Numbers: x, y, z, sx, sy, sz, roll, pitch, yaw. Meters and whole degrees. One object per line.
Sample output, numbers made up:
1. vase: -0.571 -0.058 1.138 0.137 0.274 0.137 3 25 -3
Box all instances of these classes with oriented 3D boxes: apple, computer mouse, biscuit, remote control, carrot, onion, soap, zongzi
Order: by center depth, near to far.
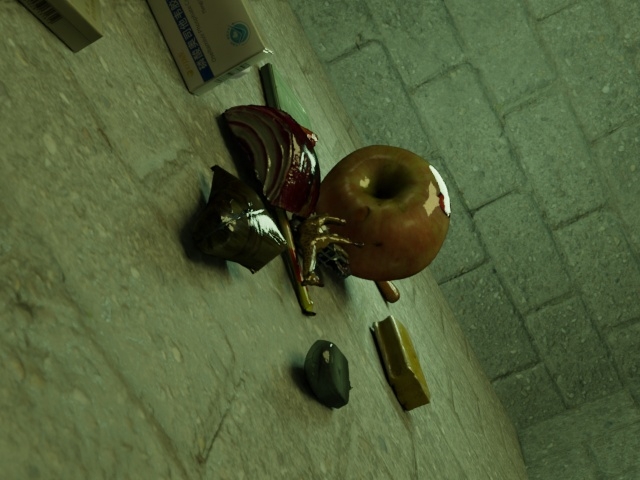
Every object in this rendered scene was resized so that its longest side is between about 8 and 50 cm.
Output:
1. zongzi: -0.179 -0.068 1.319 0.242 0.112 0.221 60 13 18
2. computer mouse: 0.011 0.266 1.484 0.229 0.069 0.113 62 26 -59
3. remote control: -0.124 -0.051 1.657 0.184 0.027 0.049 13 59 -78
4. biscuit: -0.063 0.034 1.683 0.048 0.026 0.291 44 28 -71
5. onion: -0.077 -0.209 1.747 0.314 0.146 0.280 55 20 16
6. apple: 0.170 -0.071 2.067 0.346 0.392 0.391 88 -14 -59
7. soap: 0.236 0.359 2.118 0.160 0.080 0.257 45 23 -53
8. carrot: 0.212 0.140 2.502 0.161 0.055 0.055 55 15 -7

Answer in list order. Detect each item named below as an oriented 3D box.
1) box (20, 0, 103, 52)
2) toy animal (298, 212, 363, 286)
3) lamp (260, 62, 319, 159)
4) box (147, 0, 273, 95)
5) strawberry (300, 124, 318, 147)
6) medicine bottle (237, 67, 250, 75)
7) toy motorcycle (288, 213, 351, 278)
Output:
1. box: -0.420 -0.402 1.124 0.201 0.058 0.141 46 23 -50
2. toy animal: -0.002 0.014 1.700 0.149 0.054 0.275 38 34 8
3. lamp: -0.096 -0.398 2.343 0.269 0.047 0.266 50 21 -45
4. box: -0.265 -0.515 1.612 0.343 0.200 0.065 65 16 4
5. strawberry: -0.098 -0.279 2.031 0.175 0.106 0.236 28 9 9
6. medicine bottle: -0.246 -0.464 1.844 0.115 0.078 0.219 64 13 -5
7. toy motorcycle: 0.000 0.000 1.853 0.229 0.094 0.129 39 27 -32
